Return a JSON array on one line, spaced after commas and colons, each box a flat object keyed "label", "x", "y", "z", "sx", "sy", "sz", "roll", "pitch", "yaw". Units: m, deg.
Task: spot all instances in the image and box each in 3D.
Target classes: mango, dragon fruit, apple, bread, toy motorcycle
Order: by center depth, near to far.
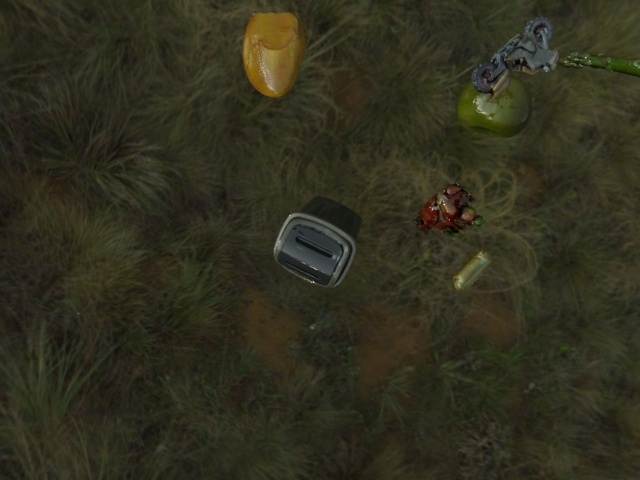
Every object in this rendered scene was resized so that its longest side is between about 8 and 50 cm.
[{"label": "bread", "x": 0.266, "y": 0.052, "z": 0.989, "sx": 0.088, "sy": 0.049, "sz": 0.033, "roll": -46, "pitch": 59, "yaw": 1}, {"label": "dragon fruit", "x": 0.273, "y": -0.059, "z": 1.210, "sx": 0.142, "sy": 0.175, "sz": 0.138, "roll": 29, "pitch": 106, "yaw": -40}, {"label": "toy motorcycle", "x": 0.461, "y": -0.404, "z": 1.300, "sx": 0.229, "sy": 0.094, "sz": 0.130, "roll": -41, "pitch": 111, "yaw": 0}, {"label": "apple", "x": 0.465, "y": -0.361, "z": 1.503, "sx": 0.196, "sy": 0.196, "sz": 0.157, "roll": 13, "pitch": 100, "yaw": -21}, {"label": "mango", "x": -0.132, "y": -0.503, "z": 1.565, "sx": 0.187, "sy": 0.138, "sz": 0.257, "roll": -3, "pitch": 68, "yaw": 20}]

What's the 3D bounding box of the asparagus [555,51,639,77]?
[{"label": "asparagus", "x": 0.436, "y": -0.249, "z": 0.811, "sx": 0.027, "sy": 0.236, "sz": 0.034, "roll": -49, "pitch": 131, "yaw": -4}]

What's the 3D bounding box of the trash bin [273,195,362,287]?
[{"label": "trash bin", "x": 0.000, "y": 0.000, "z": 1.548, "sx": 0.209, "sy": 0.290, "sz": 0.182, "roll": 25, "pitch": 116, "yaw": 3}]
